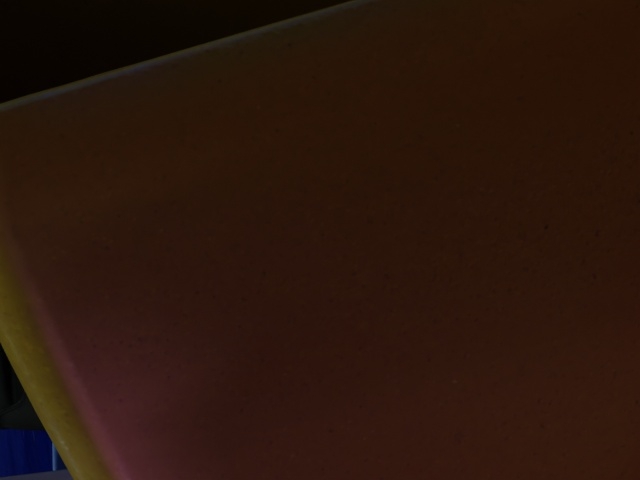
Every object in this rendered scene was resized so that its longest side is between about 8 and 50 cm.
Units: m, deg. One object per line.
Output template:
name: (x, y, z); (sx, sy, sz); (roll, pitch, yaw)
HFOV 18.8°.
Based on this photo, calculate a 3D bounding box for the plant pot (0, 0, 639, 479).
plant pot: (0.002, 0.000, 0.554); (0.212, 0.212, 0.187); (-135, 29, -66)

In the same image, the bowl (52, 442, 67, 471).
bowl: (-0.095, 0.227, 1.172); (0.391, 0.077, 0.391); (175, 90, -74)

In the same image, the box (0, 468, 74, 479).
box: (-0.196, 0.312, 1.022); (0.168, 0.215, 0.345); (127, 136, -68)

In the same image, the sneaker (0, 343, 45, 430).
sneaker: (-0.248, 0.023, 1.521); (0.104, 0.147, 0.296); (105, 156, -55)
